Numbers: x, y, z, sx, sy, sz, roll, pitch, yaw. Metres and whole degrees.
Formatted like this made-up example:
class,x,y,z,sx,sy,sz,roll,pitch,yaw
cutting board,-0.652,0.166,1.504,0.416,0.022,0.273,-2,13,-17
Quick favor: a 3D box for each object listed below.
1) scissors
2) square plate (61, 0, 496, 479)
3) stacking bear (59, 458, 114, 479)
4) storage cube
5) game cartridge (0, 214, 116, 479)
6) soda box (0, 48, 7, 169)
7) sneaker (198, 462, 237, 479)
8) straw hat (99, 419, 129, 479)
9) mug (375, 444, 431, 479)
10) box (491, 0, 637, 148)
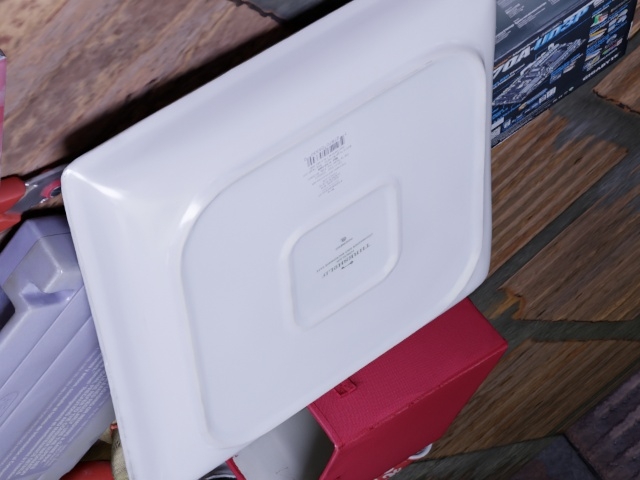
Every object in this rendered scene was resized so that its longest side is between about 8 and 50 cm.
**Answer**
class,x,y,z,sx,sy,sz,roll,pitch,yaw
scissors,-0.183,-0.024,1.014,0.297,0.021,0.109,-23,154,-41
square plate,0.000,0.000,1.145,0.347,0.049,0.344,-33,144,-24
stacking bear,-0.242,0.310,1.504,0.175,0.164,0.289,-23,152,-54
storage cube,0.011,0.103,1.414,0.193,0.183,0.215,-27,159,-31
game cartridge,-0.211,0.102,1.203,0.355,0.068,0.230,-48,163,29
soda box,-0.215,-0.018,0.813,0.083,0.092,0.263,-27,153,-29
sneaker,-0.103,0.237,1.543,0.122,0.146,0.330,-56,172,14
straw hat,-0.145,0.174,1.377,0.144,0.061,0.144,6,149,4
mug,0.022,0.238,1.942,0.169,0.150,0.113,-45,-163,35
box,0.148,-0.139,1.292,0.220,0.051,0.175,-35,162,-7
